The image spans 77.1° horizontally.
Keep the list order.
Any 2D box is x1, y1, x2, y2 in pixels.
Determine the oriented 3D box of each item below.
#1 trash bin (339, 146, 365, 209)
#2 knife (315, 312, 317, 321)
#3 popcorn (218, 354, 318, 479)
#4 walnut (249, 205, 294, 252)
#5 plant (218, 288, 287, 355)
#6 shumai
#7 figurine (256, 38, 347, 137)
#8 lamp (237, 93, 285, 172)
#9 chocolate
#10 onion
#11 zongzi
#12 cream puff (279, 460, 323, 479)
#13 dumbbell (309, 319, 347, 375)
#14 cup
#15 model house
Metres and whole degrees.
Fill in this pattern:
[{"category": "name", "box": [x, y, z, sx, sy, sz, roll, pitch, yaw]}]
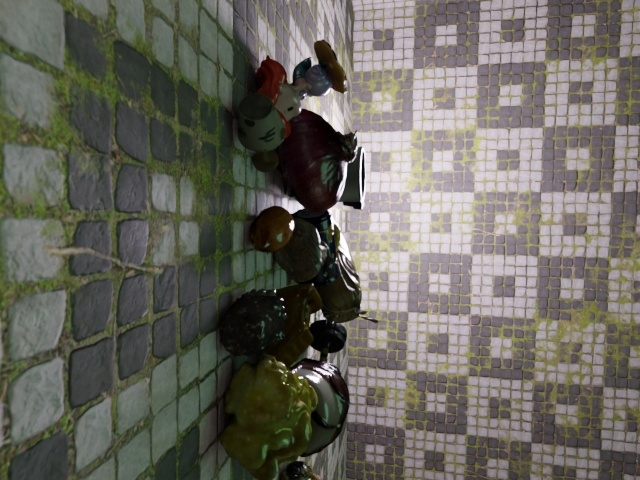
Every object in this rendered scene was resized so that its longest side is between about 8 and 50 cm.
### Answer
[{"category": "trash bin", "box": [0.041, -0.261, 1.595, 0.217, 0.262, 0.278, -34, 123, -76]}, {"category": "knife", "box": [-0.022, 0.394, 2.011, 0.030, 0.014, 0.207, 72, 20, -61]}, {"category": "popcorn", "box": [-0.115, 0.424, 0.964, 0.242, 0.234, 0.250, -59, 138, -20]}, {"category": "walnut", "box": [-0.134, -0.028, 1.101, 0.207, 0.115, 0.116, -80, 167, -60]}, {"category": "plant", "box": [-0.153, 0.195, 0.976, 0.194, 0.132, 0.129, -36, 130, -71]}, {"category": "shumai", "box": [-0.064, 0.031, 1.340, 0.210, 0.161, 0.153, 65, 10, 7]}, {"category": "figurine", "box": [-0.080, -0.419, 1.108, 0.208, 0.257, 0.181, 59, -5, -19]}, {"category": "lamp", "box": [-0.145, -0.260, 1.009, 0.215, 0.121, 0.122, 91, 5, -63]}, {"category": "chocolate", "box": [-0.065, 0.500, 1.217, 0.186, 0.283, 0.284, 31, 59, -57]}, {"category": "onion", "box": [-0.001, -0.274, 1.321, 0.347, 0.285, 0.348, -18, 90, -78]}, {"category": "zongzi", "box": [0.045, 0.089, 1.695, 0.500, 0.218, 0.468, -121, -163, -75]}, {"category": "cream puff", "box": [-0.072, 0.878, 1.434, 0.183, 0.183, 0.169, -42, 120, -75]}, {"category": "dumbbell", "box": [0.014, 0.510, 1.756, 0.389, 0.184, 0.185, -79, 165, -45]}, {"category": "cup", "box": [-0.022, 0.002, 1.541, 0.255, 0.178, 0.257, -71, 158, -67]}, {"category": "model house", "box": [-0.087, 0.282, 1.220, 0.268, 0.173, 0.239, 69, 24, -57]}]
